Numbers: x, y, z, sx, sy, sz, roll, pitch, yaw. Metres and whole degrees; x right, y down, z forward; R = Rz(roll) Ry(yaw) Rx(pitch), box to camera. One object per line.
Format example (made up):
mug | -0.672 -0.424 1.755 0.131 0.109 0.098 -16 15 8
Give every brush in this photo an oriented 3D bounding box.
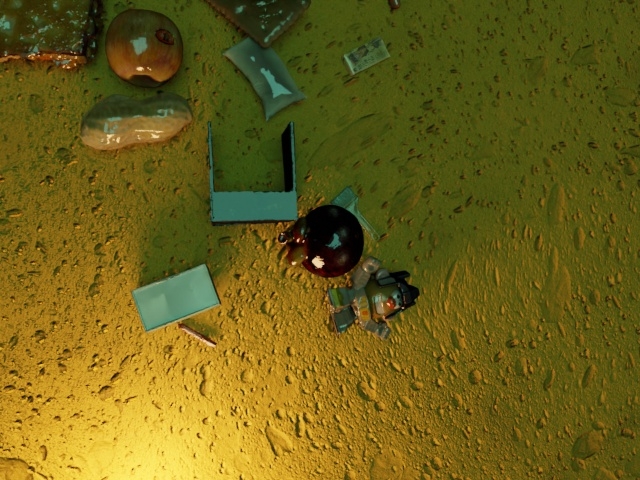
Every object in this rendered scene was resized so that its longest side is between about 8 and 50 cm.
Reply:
brush | 0.126 -0.075 1.646 0.083 0.011 0.205 -42 99 -8

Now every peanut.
peanut | -0.525 -0.345 1.444 0.313 0.149 0.149 -9 93 -10

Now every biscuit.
biscuit | -0.208 -0.740 1.501 0.325 0.044 0.217 43 82 7

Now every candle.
candle | -0.396 0.282 1.548 0.167 0.026 0.021 31 63 -8

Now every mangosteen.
mangosteen | 0.000 0.000 1.510 0.265 0.228 0.228 5 91 -19

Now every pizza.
pizza | -0.735 -0.619 1.406 0.277 0.114 0.409 40 85 -9

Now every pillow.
pillow | -0.170 -0.503 1.538 0.144 0.078 0.254 -35 95 -5

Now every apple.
apple | -0.490 -0.535 1.411 0.210 0.211 0.188 1 90 -11

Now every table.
table | -0.205 -0.191 1.489 0.250 0.196 0.282 -3 90 -10

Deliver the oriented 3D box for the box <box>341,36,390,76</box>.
box | 0.146 -0.594 1.627 0.149 0.020 0.073 -30 98 -8

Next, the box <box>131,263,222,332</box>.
box | -0.423 0.171 1.496 0.225 0.086 0.130 -20 84 -10

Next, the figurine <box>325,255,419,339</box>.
figurine | 0.161 0.184 1.592 0.308 0.143 0.309 -13 134 -14

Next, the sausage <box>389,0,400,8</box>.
sausage | 0.237 -0.793 1.632 0.034 0.034 0.083 -14 95 -10
